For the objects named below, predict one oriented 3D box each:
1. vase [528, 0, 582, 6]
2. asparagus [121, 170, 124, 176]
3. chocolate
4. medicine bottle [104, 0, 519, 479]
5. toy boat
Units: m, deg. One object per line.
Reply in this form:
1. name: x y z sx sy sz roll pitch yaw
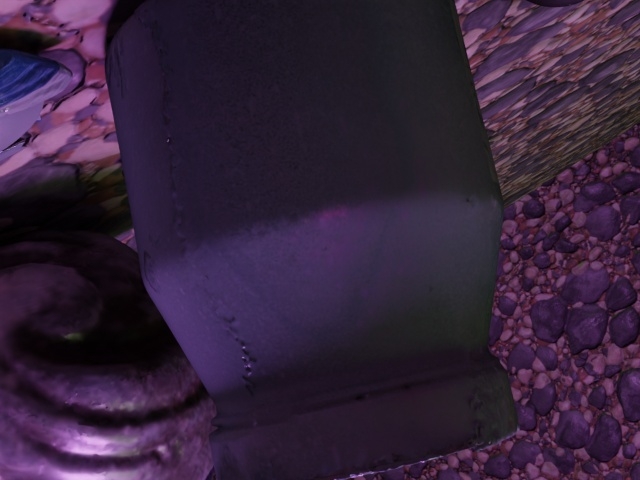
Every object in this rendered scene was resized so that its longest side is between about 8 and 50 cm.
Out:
1. vase: 0.118 -0.209 0.558 0.182 0.120 0.120 -15 168 -5
2. asparagus: -0.102 -0.077 0.811 0.248 0.024 0.025 -16 120 -53
3. chocolate: -0.225 0.103 0.725 0.303 0.303 0.213 -26 151 -19
4. medicine bottle: 0.000 0.000 0.542 0.245 0.290 0.245 -10 170 -2
5. toy boat: -0.196 -0.076 0.515 0.105 0.034 0.149 -28 170 4
